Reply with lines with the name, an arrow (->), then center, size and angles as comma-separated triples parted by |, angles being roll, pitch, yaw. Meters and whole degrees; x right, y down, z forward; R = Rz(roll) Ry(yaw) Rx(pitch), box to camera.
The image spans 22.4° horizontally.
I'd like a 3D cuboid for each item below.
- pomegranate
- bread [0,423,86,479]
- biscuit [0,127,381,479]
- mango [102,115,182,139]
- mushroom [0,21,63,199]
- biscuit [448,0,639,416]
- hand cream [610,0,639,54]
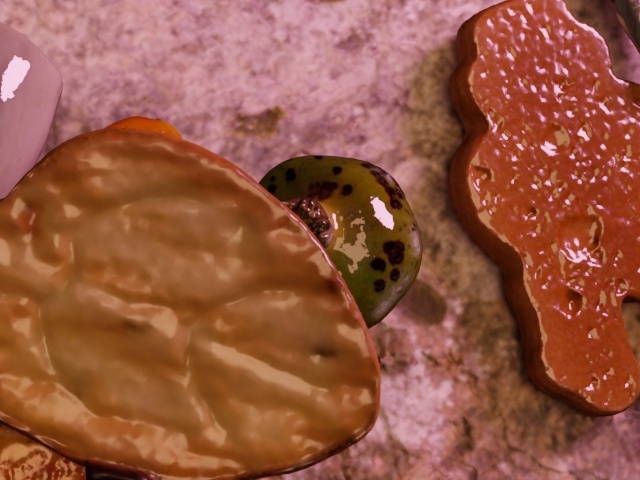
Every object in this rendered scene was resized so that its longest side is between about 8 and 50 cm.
pomegranate -> 0.000, 0.000, 1.018 | 0.122, 0.161, 0.122 | -2, 82, 11
bread -> -0.160, 0.161, 0.987 | 0.125, 0.068, 0.188 | 40, 73, -6
biscuit -> -0.085, 0.049, 0.939 | 0.260, 0.041, 0.203 | 24, 92, -2
mango -> -0.128, -0.043, 1.040 | 0.089, 0.046, 0.060 | -40, 94, -13
mushroom -> -0.276, -0.009, 0.970 | 0.159, 0.122, 0.329 | 17, 73, 24
biscuit -> 0.183, -0.029, 1.130 | 0.186, 0.044, 0.295 | -19, 88, -22
hand cream -> 0.219, -0.210, 1.153 | 0.075, 0.052, 0.248 | -15, 76, -33
